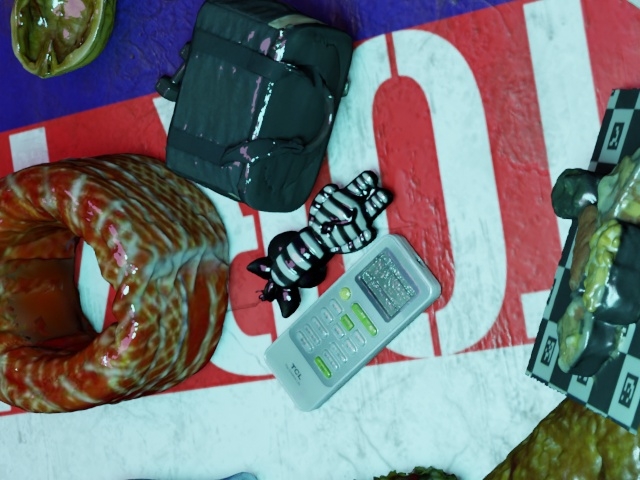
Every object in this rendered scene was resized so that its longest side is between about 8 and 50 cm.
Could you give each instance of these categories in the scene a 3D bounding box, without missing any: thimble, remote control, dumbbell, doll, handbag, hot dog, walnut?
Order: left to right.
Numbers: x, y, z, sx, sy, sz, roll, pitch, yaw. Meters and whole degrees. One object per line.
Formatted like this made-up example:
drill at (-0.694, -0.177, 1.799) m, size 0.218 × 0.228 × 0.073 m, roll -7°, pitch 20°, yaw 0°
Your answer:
walnut at (-0.331, -0.319, 2.159) m, size 0.167 × 0.087 × 0.211 m, roll 18°, pitch 99°, yaw 36°
thimble at (-0.304, 0.052, 2.075) m, size 0.350 × 0.230 × 0.350 m, roll 2°, pitch 95°, yaw 31°
dumbbell at (-0.183, -0.222, 2.105) m, size 0.036 × 0.040 × 0.083 m, roll 36°, pitch 112°, yaw -7°
handbag at (-0.066, -0.165, 1.958) m, size 0.181 × 0.181 × 0.254 m, roll 26°, pitch 105°, yaw 35°
doll at (0.000, 0.000, 1.987) m, size 0.219 × 0.067 × 0.091 m, roll -43°, pitch 83°, yaw 18°
remote control at (0.037, 0.104, 1.986) m, size 0.250 × 0.034 × 0.103 m, roll -44°, pitch 71°, yaw 24°
hot dog at (0.314, 0.250, 1.690) m, size 0.387 × 0.174 × 0.267 m, roll -49°, pitch 30°, yaw 32°

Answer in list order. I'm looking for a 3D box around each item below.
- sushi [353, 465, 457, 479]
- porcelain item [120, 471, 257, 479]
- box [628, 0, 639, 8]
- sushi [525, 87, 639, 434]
sushi at (0.072, 0.337, 1.923) m, size 0.212 × 0.147 × 0.115 m, roll -13°, pitch 78°, yaw 13°
porcelain item at (-0.199, 0.371, 2.082) m, size 0.259 × 0.141 × 0.141 m, roll -16°, pitch 83°, yaw 20°
box at (0.410, -0.316, 1.716) m, size 0.133 × 0.099 × 0.182 m, roll 42°, pitch 111°, yaw 21°
sushi at (0.286, -0.003, 1.647) m, size 0.064 × 0.359 × 0.343 m, roll 17°, pitch 92°, yaw -10°
